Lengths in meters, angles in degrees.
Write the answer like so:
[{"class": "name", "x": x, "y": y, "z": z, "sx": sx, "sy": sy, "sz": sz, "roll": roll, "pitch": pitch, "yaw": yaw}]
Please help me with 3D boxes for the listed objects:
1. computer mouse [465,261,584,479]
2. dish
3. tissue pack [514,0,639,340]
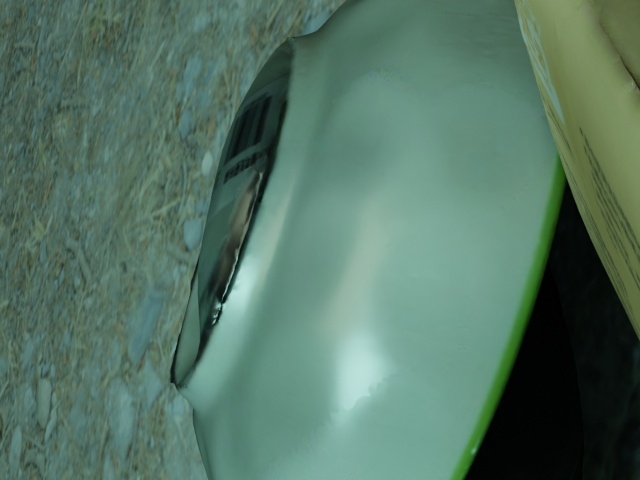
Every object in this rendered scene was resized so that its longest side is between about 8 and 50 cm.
[{"class": "computer mouse", "x": 0.077, "y": 0.088, "z": 0.789, "sx": 0.168, "sy": 0.087, "sz": 0.295, "roll": 119, "pitch": 162, "yaw": -50}, {"class": "dish", "x": 0.000, "y": 0.000, "z": 0.745, "sx": 0.324, "sy": 0.124, "sz": 0.324, "roll": -162, "pitch": 90, "yaw": -80}, {"class": "tissue pack", "x": 0.209, "y": 0.006, "z": 0.457, "sx": 0.238, "sy": 0.238, "sz": 0.305, "roll": -59, "pitch": 33, "yaw": 35}]
